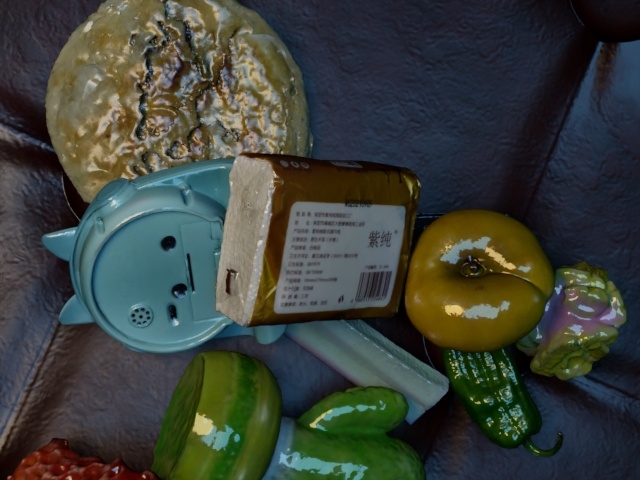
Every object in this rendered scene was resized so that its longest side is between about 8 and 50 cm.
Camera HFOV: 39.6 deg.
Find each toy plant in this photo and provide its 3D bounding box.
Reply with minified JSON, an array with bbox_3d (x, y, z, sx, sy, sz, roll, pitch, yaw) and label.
[{"bbox_3d":[-0.022,0.253,1.052,0.315,0.184,0.224,23,92,-17],"label":"toy plant"}]

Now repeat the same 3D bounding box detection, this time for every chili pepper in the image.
[{"bbox_3d":[0.204,0.154,1.099,0.100,0.074,0.257,-27,82,12],"label":"chili pepper"}]

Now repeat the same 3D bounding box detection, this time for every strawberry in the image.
[{"bbox_3d":[-0.241,0.346,0.965,0.280,0.253,0.150,49,43,2],"label":"strawberry"}]

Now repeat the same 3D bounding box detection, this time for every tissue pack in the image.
[{"bbox_3d":[0.000,0.000,0.985,0.226,0.092,0.183,1,102,-39],"label":"tissue pack"}]

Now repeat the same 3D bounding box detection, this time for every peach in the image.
[{"bbox_3d":[0.184,0.049,1.036,0.179,0.103,0.179,-3,63,7],"label":"peach"}]

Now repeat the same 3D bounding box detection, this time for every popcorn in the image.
[{"bbox_3d":[0.303,0.098,1.089,0.125,0.126,0.145,18,113,12],"label":"popcorn"}]

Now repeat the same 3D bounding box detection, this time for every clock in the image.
[{"bbox_3d":[-0.175,0.032,1.032,0.274,0.094,0.224,-11,114,-11],"label":"clock"}]

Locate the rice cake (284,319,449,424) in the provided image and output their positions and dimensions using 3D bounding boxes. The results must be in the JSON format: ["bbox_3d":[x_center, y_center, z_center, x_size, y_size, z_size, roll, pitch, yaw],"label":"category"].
[{"bbox_3d":[0.049,0.142,1.099,0.221,0.042,0.080,35,118,-2],"label":"rice cake"}]

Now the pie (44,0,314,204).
[{"bbox_3d":[-0.171,-0.155,1.097,0.338,0.077,0.339,0,89,-4],"label":"pie"}]

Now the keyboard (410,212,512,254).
[{"bbox_3d":[0.125,0.004,1.124,0.250,0.017,0.087,-1,65,-4],"label":"keyboard"}]
